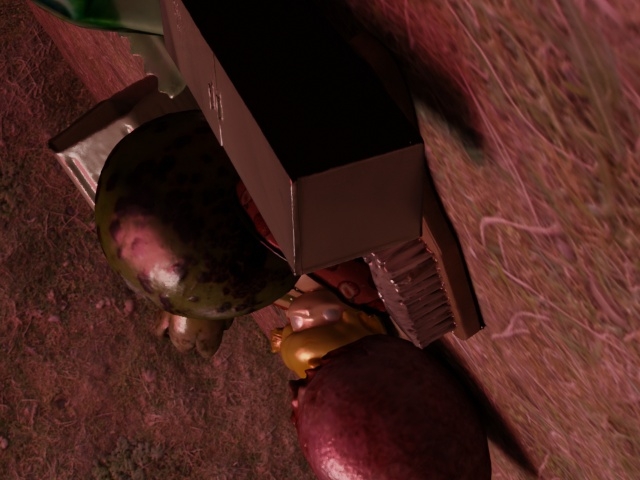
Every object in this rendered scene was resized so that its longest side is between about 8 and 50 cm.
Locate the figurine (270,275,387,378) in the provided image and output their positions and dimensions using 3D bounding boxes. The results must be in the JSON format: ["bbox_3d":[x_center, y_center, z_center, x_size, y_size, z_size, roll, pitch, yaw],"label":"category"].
[{"bbox_3d":[0.001,0.082,1.344,0.131,0.156,0.246,-33,-71,-58],"label":"figurine"}]

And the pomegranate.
[{"bbox_3d":[-0.142,-0.010,1.241,0.242,0.242,0.306,54,143,6],"label":"pomegranate"}]

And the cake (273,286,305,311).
[{"bbox_3d":[-0.061,0.063,1.577,0.220,0.116,0.086,53,165,24],"label":"cake"}]

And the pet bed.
[{"bbox_3d":[0.000,0.000,1.035,0.201,0.053,0.201,36,-168,-9],"label":"pet bed"}]

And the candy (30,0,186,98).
[{"bbox_3d":[-0.259,-0.303,0.944,0.263,0.172,0.398,52,-165,32],"label":"candy"}]

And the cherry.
[{"bbox_3d":[0.084,0.210,1.160,0.250,0.175,0.192,48,178,31],"label":"cherry"}]

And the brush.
[{"bbox_3d":[0.057,-0.018,0.845,0.070,0.065,0.327,48,167,40],"label":"brush"}]

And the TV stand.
[{"bbox_3d":[-0.030,-0.102,0.748,0.269,0.088,0.083,-123,21,-43],"label":"TV stand"}]

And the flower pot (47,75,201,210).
[{"bbox_3d":[-0.225,-0.110,1.520,0.190,0.239,0.209,57,-159,-18],"label":"flower pot"}]
